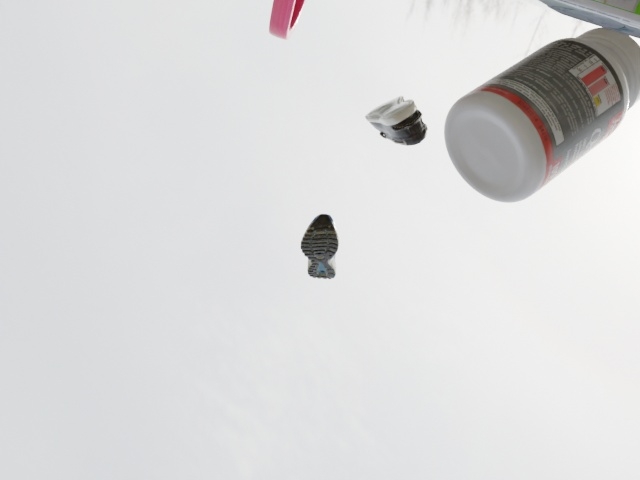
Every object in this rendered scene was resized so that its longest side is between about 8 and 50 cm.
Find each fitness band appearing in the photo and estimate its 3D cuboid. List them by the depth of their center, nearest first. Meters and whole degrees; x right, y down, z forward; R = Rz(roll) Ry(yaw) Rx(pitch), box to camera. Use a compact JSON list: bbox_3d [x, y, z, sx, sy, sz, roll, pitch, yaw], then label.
[{"bbox_3d":[-0.049,-0.558,1.393,0.054,0.291,0.209,18,-116,-3],"label":"fitness band"}]

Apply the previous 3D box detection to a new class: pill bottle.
[{"bbox_3d":[0.417,-0.239,1.194,0.363,0.210,0.210,-34,-115,-24],"label":"pill bottle"}]

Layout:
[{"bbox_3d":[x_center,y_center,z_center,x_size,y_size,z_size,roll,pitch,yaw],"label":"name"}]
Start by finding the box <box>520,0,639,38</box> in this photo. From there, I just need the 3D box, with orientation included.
[{"bbox_3d":[0.315,-0.370,0.692,0.231,0.262,0.127,20,-162,9],"label":"box"}]

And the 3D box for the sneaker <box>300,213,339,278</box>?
[{"bbox_3d":[0.000,0.000,1.123,0.063,0.162,0.073,5,-123,1],"label":"sneaker"}]

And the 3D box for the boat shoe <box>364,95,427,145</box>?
[{"bbox_3d":[0.078,-0.120,0.665,0.046,0.125,0.038,-33,-74,-1],"label":"boat shoe"}]
